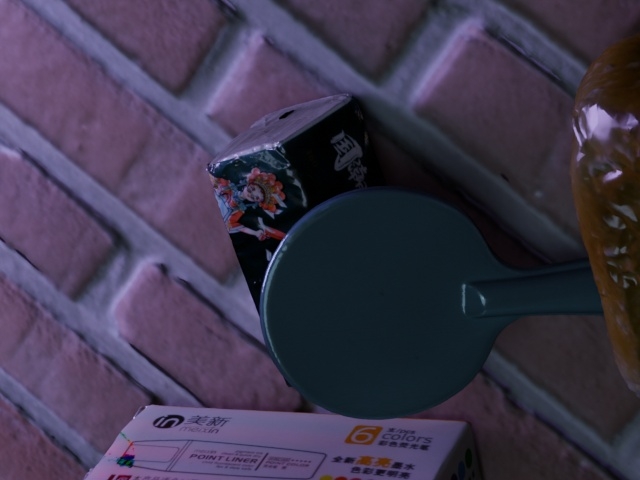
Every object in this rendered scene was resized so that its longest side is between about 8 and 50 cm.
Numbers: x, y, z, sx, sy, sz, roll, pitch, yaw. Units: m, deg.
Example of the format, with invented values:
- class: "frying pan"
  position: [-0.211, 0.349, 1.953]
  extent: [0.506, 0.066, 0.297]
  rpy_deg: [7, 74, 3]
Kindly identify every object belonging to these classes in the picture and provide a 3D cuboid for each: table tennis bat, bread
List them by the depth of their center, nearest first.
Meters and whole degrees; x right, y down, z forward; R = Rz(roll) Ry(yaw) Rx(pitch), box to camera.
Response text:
- class: "bread"
  position: [0.260, -0.015, 0.996]
  extent: [0.195, 0.176, 0.246]
  rpy_deg: [6, 130, 33]
- class: "table tennis bat"
  position: [0.082, 0.037, 1.109]
  extent: [0.244, 0.040, 0.153]
  rpy_deg: [-5, 103, -8]

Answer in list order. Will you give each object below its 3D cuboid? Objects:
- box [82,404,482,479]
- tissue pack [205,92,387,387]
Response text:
- class: "box"
  position: [-0.044, 0.206, 1.205]
  extent: [0.274, 0.221, 0.091]
  rpy_deg: [2, 117, 26]
- class: "tissue pack"
  position: [-0.001, -0.001, 1.158]
  extent: [0.090, 0.103, 0.170]
  rpy_deg: [-12, 107, 35]
